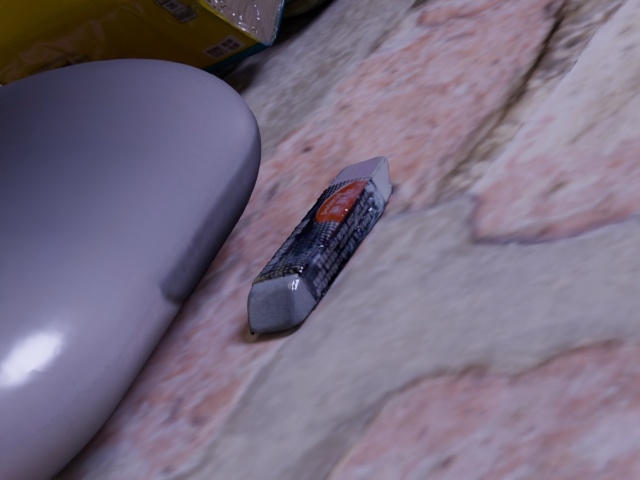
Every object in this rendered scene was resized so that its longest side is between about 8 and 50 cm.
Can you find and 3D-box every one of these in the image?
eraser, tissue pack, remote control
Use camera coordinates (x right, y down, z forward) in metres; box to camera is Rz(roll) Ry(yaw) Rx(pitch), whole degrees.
[{"bbox_3d":[0.000,0.000,0.763,0.027,0.019,0.099,-13,26,37],"label":"eraser"},{"bbox_3d":[-0.095,-0.143,1.047,0.169,0.082,0.120,-16,52,45],"label":"tissue pack"},{"bbox_3d":[-0.145,0.023,0.780,0.221,0.103,0.332,-11,28,27],"label":"remote control"}]

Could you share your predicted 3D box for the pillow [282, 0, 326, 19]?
[{"bbox_3d":[0.008,-0.176,1.115,0.113,0.038,0.203,-10,28,46],"label":"pillow"}]
